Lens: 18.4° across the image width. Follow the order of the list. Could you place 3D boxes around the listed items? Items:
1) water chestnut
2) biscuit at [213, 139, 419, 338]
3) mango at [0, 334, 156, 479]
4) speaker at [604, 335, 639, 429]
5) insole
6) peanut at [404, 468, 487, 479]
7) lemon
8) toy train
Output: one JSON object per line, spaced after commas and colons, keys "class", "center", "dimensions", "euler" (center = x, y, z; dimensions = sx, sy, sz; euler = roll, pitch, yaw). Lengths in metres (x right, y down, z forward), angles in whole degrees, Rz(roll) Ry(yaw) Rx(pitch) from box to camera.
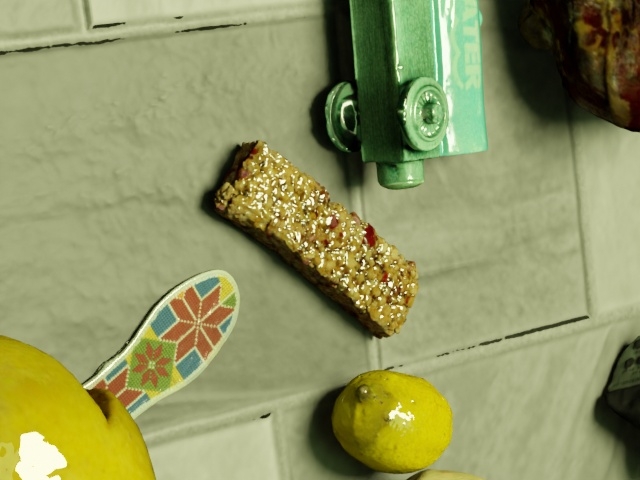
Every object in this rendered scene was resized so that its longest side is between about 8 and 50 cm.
{"class": "water chestnut", "center": [0.286, -0.196, 1.599], "dimensions": [0.238, 0.223, 0.223], "euler": [-15, 103, -3]}
{"class": "biscuit", "center": [0.000, 0.000, 1.500], "dimensions": [0.199, 0.034, 0.064], "euler": [39, 67, -32]}
{"class": "mango", "center": [-0.203, 0.232, 1.273], "dimensions": [0.253, 0.182, 0.365], "euler": [-38, 124, -34]}
{"class": "speaker", "center": [0.429, 0.145, 1.755], "dimensions": [0.329, 0.198, 0.259], "euler": [38, 82, -23]}
{"class": "insole", "center": [-0.124, 0.090, 1.425], "dimensions": [0.193, 0.006, 0.065], "euler": [-42, 115, -30]}
{"class": "peanut", "center": [0.125, 0.253, 1.540], "dimensions": [0.291, 0.143, 0.159], "euler": [-3, 84, -43]}
{"class": "lemon", "center": [0.058, 0.141, 1.521], "dimensions": [0.110, 0.082, 0.082], "euler": [22, 78, -43]}
{"class": "toy train", "center": [0.075, -0.167, 1.523], "dimensions": [0.159, 0.101, 0.248], "euler": [-13, 101, -50]}
